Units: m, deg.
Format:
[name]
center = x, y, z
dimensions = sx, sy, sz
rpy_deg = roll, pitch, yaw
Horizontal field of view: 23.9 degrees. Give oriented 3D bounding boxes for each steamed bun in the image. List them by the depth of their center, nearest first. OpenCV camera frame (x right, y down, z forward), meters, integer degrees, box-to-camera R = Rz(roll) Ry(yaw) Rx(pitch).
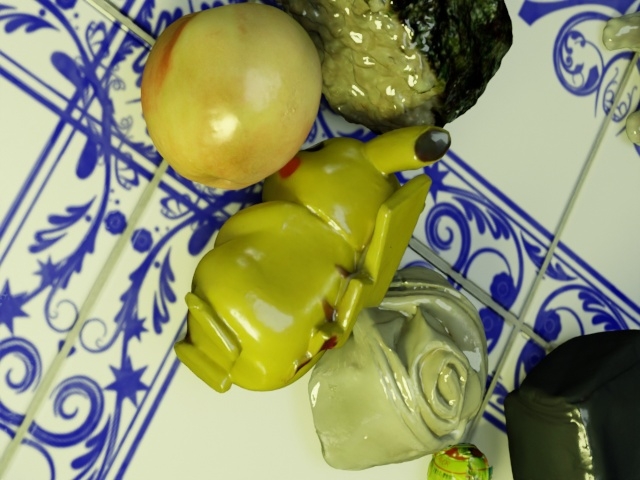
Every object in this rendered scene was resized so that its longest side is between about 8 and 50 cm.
[steamed bun]
center = 0.097, 0.133, 1.588
dimensions = 0.218, 0.144, 0.211
rpy_deg = -7, 94, -36

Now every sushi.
[sushi]
center = 0.049, -0.255, 1.513
dimensions = 0.171, 0.211, 0.350
rpy_deg = -53, 127, -30

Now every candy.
[candy]
center = 0.132, 0.352, 1.672
dimensions = 0.077, 0.073, 0.262
rpy_deg = 21, 85, -56

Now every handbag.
[handbag]
center = 0.296, 0.275, 1.715
dimensions = 0.275, 0.178, 0.302
rpy_deg = -21, 105, -49

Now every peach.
[peach]
center = -0.085, -0.137, 1.434
dimensions = 0.184, 0.184, 0.184
rpy_deg = -1, 91, -36

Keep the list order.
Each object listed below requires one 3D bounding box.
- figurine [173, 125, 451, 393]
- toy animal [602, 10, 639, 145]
[figurine]
center = -0.004, 0.005, 1.486
dimensions = 0.169, 0.218, 0.327
rpy_deg = 33, 64, 3
[toy animal]
center = 0.522, -0.155, 1.876
dimensions = 0.266, 0.188, 0.308
rpy_deg = -18, 97, -43
